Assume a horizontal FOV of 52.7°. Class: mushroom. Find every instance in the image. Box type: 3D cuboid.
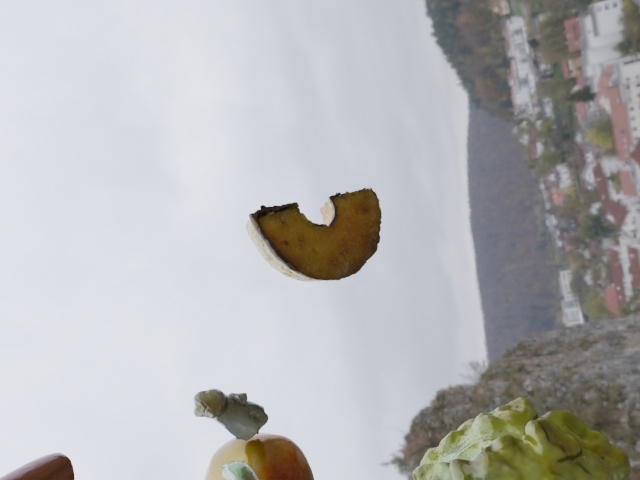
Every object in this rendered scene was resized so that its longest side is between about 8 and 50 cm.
[{"bbox_3d":[-0.208,0.396,1.486,0.099,0.096,0.278,-50,-37,-6],"label":"mushroom"}]

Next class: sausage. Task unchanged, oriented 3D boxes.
[{"bbox_3d":[-0.595,0.502,1.219,0.259,0.113,0.114,-25,-76,-59],"label":"sausage"}]

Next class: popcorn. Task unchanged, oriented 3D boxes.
[{"bbox_3d":[0.273,0.361,0.864,0.312,0.312,0.312,-10,-90,-71],"label":"popcorn"}]

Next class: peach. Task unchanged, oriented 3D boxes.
[{"bbox_3d":[-0.139,0.630,1.580,0.289,0.308,0.289,-10,-74,-36],"label":"peach"}]

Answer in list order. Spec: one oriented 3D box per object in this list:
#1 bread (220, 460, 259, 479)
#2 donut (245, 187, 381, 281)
[{"bbox_3d":[-0.071,0.467,0.984,0.301,0.045,0.301,53,158,33],"label":"bread"},{"bbox_3d":[-0.003,0.005,1.134,0.259,0.101,0.152,-11,-103,-35],"label":"donut"}]
